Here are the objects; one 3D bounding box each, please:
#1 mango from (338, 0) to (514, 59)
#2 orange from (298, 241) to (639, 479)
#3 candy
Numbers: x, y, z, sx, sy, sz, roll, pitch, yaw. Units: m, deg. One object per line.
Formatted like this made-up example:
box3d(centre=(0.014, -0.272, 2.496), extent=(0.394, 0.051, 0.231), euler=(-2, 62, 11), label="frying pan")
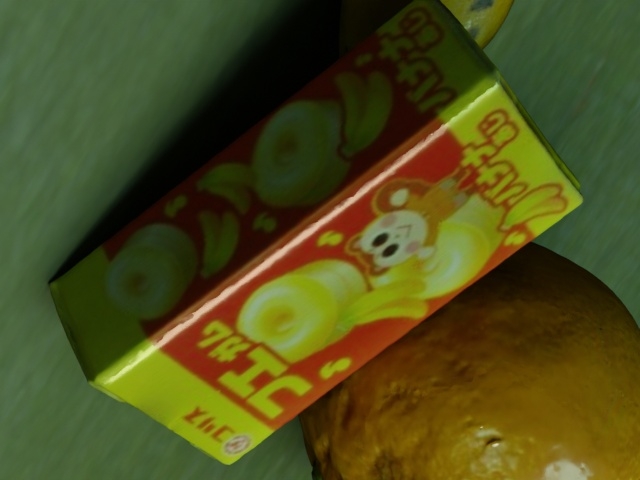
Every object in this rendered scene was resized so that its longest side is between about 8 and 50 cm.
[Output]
box3d(centre=(0.065, -0.158, 0.896), extent=(0.115, 0.090, 0.178), euler=(-20, 135, -21), label="mango")
box3d(centre=(0.107, 0.127, 1.017), extent=(0.261, 0.261, 0.261), euler=(-26, 134, -30), label="orange")
box3d(centre=(0.000, 0.000, 0.890), extent=(0.276, 0.088, 0.146), euler=(-39, 143, 9), label="candy")
